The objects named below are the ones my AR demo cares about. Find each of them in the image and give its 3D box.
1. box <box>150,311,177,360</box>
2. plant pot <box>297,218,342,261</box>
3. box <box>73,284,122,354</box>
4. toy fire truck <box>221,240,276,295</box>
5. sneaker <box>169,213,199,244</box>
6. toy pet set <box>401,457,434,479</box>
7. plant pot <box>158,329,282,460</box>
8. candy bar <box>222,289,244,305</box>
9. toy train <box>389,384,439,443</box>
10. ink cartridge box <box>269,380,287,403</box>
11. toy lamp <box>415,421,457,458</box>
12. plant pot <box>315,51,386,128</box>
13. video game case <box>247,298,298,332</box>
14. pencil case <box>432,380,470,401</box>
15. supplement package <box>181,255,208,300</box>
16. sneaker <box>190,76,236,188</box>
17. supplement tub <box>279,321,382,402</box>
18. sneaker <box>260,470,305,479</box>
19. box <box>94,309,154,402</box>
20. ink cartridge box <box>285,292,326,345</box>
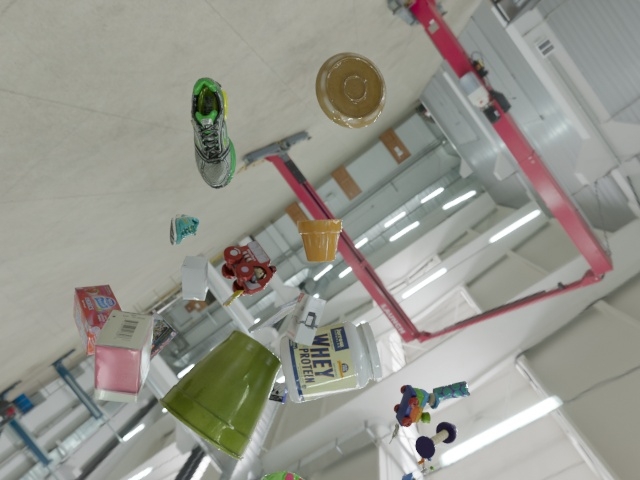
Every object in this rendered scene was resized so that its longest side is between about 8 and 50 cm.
[{"bbox_3d":[-0.813,0.474,1.942,0.233,0.159,0.044,-48,148,-18],"label":"box"},{"bbox_3d":[0.000,0.000,1.883,0.205,0.188,0.205,-3,-178,0],"label":"plant pot"},{"bbox_3d":[-0.805,0.278,1.491,0.122,0.256,0.128,-2,116,-41],"label":"box"},{"bbox_3d":[-0.374,0.141,2.200,0.253,0.302,0.169,-20,146,-34],"label":"toy fire truck"},{"bbox_3d":[-0.606,-0.058,1.835,0.275,0.109,0.107,-106,-155,-68],"label":"sneaker"},{"bbox_3d":[0.348,0.844,1.466,0.114,0.065,0.122,-32,-143,18],"label":"toy pet set"},{"bbox_3d":[-0.330,0.541,1.525,0.353,0.366,0.366,-54,-170,-24],"label":"plant pot"},{"bbox_3d":[-0.414,0.271,1.964,0.040,0.018,0.161,-4,-161,19],"label":"candy bar"},{"bbox_3d":[0.371,0.705,1.637,0.105,0.143,0.248,-130,-126,-73],"label":"toy train"},{"bbox_3d":[-0.277,0.783,2.155,0.207,0.046,0.097,3,-118,19],"label":"ink cartridge box"},{"bbox_3d":[0.422,0.700,1.463,0.080,0.080,0.274,-35,152,23],"label":"toy lamp"},{"bbox_3d":[0.101,-0.466,1.267,0.236,0.236,0.032,-38,-169,-12],"label":"plant pot"},{"bbox_3d":[-0.188,0.323,1.790,0.212,0.023,0.193,-39,165,25],"label":"video game case"},{"bbox_3d":[0.558,0.651,1.760,0.151,0.070,0.064,-18,-178,14],"label":"pencil case"},{"bbox_3d":[-0.581,0.175,1.911,0.105,0.179,0.105,4,-153,-6],"label":"supplement package"},{"bbox_3d":[-0.352,-0.332,1.287,0.134,0.344,0.146,-7,-169,-1],"label":"sneaker"},{"bbox_3d":[0.035,0.421,1.455,0.324,0.236,0.235,-13,-177,-2],"label":"supplement tub"},{"bbox_3d":[-0.003,0.883,1.267,0.185,0.483,0.202,-41,-178,-27],"label":"sneaker"},{"bbox_3d":[-0.590,0.350,1.239,0.149,0.126,0.233,-98,-158,-58],"label":"box"},{"bbox_3d":[-0.048,0.251,1.317,0.151,0.063,0.109,-71,-163,-8],"label":"ink cartridge box"}]
